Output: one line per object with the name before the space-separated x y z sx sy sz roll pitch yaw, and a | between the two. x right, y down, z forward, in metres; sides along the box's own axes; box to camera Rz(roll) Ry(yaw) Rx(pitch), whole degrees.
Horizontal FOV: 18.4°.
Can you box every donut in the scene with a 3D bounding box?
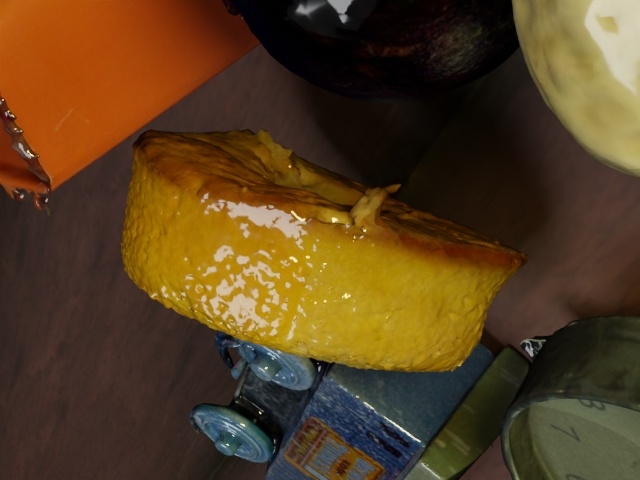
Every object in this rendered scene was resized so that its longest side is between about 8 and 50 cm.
donut | -0.001 0.000 1.204 0.253 0.253 0.118 23 103 40

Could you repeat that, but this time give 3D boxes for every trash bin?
trash bin | -0.120 -0.132 1.135 0.161 0.238 0.184 13 141 50

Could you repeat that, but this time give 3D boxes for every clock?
clock | 0.229 0.157 1.128 0.281 0.055 0.280 31 154 17

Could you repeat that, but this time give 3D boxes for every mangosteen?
mangosteen | 0.055 -0.167 0.909 0.231 0.194 0.194 -17 122 22

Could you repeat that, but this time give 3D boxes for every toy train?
toy train | 0.023 0.117 1.447 0.202 0.131 0.299 35 155 5

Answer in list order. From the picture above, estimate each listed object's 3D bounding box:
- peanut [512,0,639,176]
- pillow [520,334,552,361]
peanut | 0.136 -0.173 0.749 0.152 0.152 0.313 14 121 49
pillow | 0.220 0.096 1.173 0.141 0.055 0.208 48 154 -13
